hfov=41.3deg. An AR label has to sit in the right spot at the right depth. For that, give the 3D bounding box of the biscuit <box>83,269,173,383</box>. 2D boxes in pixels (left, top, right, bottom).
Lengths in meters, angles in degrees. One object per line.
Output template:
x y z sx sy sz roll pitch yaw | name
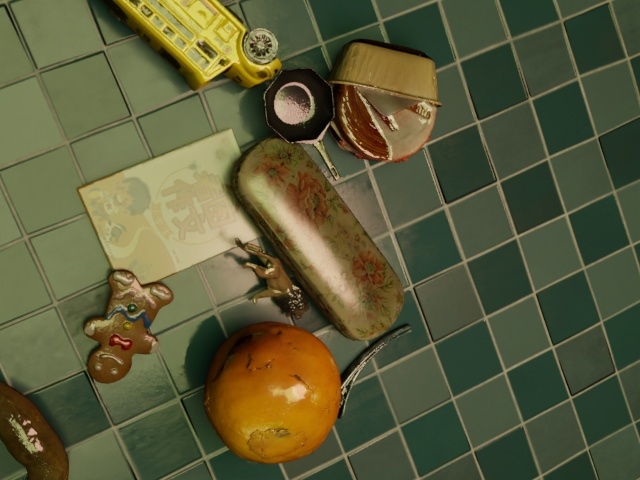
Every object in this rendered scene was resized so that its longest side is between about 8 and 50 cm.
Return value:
-0.344 0.160 1.491 0.138 0.031 0.205 25 95 -25 | biscuit

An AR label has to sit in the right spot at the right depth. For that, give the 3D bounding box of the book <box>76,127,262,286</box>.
-0.255 -0.053 1.518 0.295 0.020 0.208 -24 101 -14 | book

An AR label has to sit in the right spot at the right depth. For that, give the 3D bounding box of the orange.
-0.084 0.265 1.481 0.246 0.246 0.246 -2 95 -17 | orange

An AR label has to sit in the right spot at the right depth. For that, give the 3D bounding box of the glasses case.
0.000 0.000 1.555 0.156 0.098 0.425 -44 107 -25 | glasses case

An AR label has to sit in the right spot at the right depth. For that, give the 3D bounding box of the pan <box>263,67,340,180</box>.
-0.039 -0.202 1.501 0.128 0.048 0.202 -8 102 -16 | pan

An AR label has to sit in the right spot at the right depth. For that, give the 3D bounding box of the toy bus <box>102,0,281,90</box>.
-0.224 -0.366 1.435 0.330 0.144 0.152 42 81 -15 | toy bus

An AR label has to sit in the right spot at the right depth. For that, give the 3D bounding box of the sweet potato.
-0.511 0.338 1.436 0.112 0.085 0.286 -32 103 -8 | sweet potato

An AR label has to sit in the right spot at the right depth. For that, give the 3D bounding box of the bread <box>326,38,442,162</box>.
0.112 -0.249 1.553 0.224 0.142 0.212 8 89 -19 | bread

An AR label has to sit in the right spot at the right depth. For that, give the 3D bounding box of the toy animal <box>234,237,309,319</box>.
-0.100 0.064 1.540 0.220 0.086 0.069 50 36 -39 | toy animal

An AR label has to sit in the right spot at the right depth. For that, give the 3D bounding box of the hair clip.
0.091 0.238 1.643 0.229 0.039 0.070 -46 105 -10 | hair clip
